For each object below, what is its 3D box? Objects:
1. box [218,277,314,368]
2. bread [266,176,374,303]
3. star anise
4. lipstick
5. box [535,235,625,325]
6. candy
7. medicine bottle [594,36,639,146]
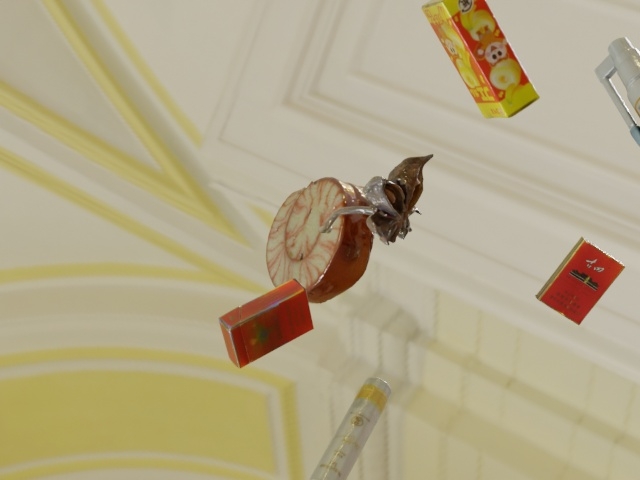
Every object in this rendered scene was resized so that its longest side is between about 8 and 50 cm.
[{"bbox_3d":[-0.104,0.160,2.173,0.175,0.048,0.112,-26,-48,-20],"label":"box"},{"bbox_3d":[0.001,0.003,2.692,0.114,0.327,0.295,20,-111,-33],"label":"bread"},{"bbox_3d":[0.059,-0.063,1.707,0.218,0.227,0.148,50,-121,-48],"label":"star anise"},{"bbox_3d":[0.053,0.351,1.994,0.264,0.059,0.059,-56,-26,-44],"label":"lipstick"},{"bbox_3d":[0.443,0.070,1.919,0.133,0.090,0.023,-54,11,15],"label":"box"},{"bbox_3d":[0.322,-0.381,2.276,0.088,0.146,0.276,-33,-80,-8],"label":"candy"},{"bbox_3d":[0.486,-0.208,1.691,0.061,0.221,0.092,8,-43,-33],"label":"medicine bottle"}]
